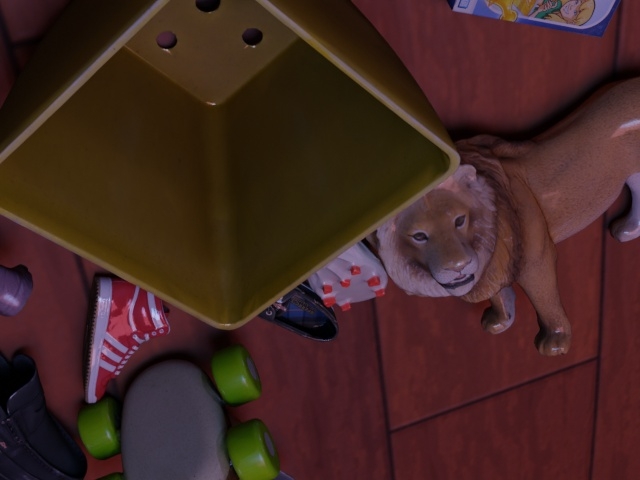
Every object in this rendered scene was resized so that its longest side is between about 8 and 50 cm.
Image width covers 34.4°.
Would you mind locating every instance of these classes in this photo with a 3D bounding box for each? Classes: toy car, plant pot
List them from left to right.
[{"bbox_3d":[-0.099,0.205,0.919,0.155,0.149,0.188,-22,140,6],"label":"toy car"},{"bbox_3d":[-0.069,-0.104,0.670,0.212,0.187,0.212,-36,131,27],"label":"plant pot"}]

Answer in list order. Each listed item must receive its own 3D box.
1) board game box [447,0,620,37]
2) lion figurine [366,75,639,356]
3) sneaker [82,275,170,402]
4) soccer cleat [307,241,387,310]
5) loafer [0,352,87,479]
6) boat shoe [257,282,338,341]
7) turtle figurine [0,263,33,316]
[{"bbox_3d":[0.188,-0.255,0.769,0.136,0.035,0.201,5,130,-17],"label":"board game box"},{"bbox_3d":[0.220,-0.050,0.908,0.392,0.142,0.240,-35,122,-17],"label":"lion figurine"},{"bbox_3d":[-0.162,0.085,0.864,0.067,0.042,0.118,3,117,-22],"label":"sneaker"},{"bbox_3d":[0.000,0.000,0.870,0.068,0.076,0.196,-24,149,20],"label":"soccer cleat"},{"bbox_3d":[-0.255,0.129,0.829,0.078,0.076,0.223,-31,125,7],"label":"loafer"},{"bbox_3d":[-0.038,0.049,0.896,0.142,0.040,0.049,27,107,-35],"label":"boat shoe"},{"bbox_3d":[-0.316,0.004,0.684,0.175,0.118,0.234,-44,120,6],"label":"turtle figurine"}]
